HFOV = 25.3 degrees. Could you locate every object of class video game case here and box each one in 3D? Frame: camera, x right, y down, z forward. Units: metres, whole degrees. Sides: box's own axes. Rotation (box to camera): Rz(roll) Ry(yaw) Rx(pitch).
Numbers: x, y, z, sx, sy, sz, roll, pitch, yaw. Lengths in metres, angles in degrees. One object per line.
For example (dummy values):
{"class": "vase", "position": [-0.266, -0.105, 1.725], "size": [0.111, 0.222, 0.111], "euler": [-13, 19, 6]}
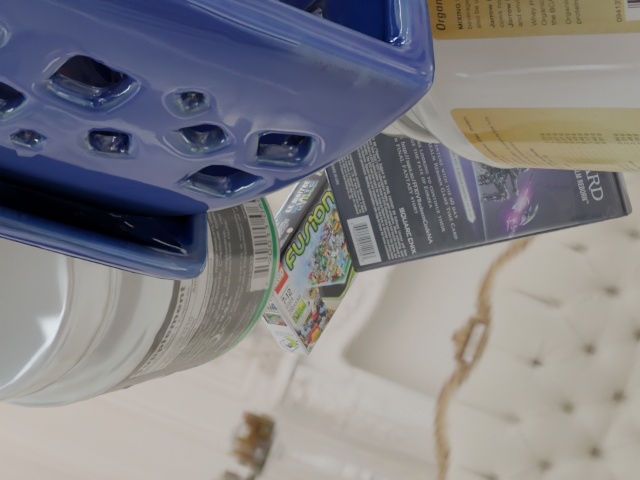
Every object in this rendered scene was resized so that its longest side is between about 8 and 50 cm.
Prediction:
{"class": "video game case", "position": [0.127, -0.089, 1.299], "size": [0.026, 0.274, 0.196], "euler": [-28, -76, -61]}

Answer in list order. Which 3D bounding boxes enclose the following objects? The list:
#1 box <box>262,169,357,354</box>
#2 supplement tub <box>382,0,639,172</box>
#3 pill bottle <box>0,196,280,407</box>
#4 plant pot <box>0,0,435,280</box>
{"class": "box", "position": [0.000, 0.000, 1.431], "size": [0.207, 0.036, 0.114], "euler": [-58, -44, -30]}
{"class": "supplement tub", "position": [0.176, -0.154, 0.839], "size": [0.316, 0.228, 0.228], "euler": [5, 66, 38]}
{"class": "pill bottle", "position": [-0.179, 0.016, 1.081], "size": [0.204, 0.204, 0.361], "euler": [-67, -16, 8]}
{"class": "plant pot", "position": [-0.111, -0.127, 0.637], "size": [0.212, 0.236, 0.236], "euler": [-46, 38, 42]}
